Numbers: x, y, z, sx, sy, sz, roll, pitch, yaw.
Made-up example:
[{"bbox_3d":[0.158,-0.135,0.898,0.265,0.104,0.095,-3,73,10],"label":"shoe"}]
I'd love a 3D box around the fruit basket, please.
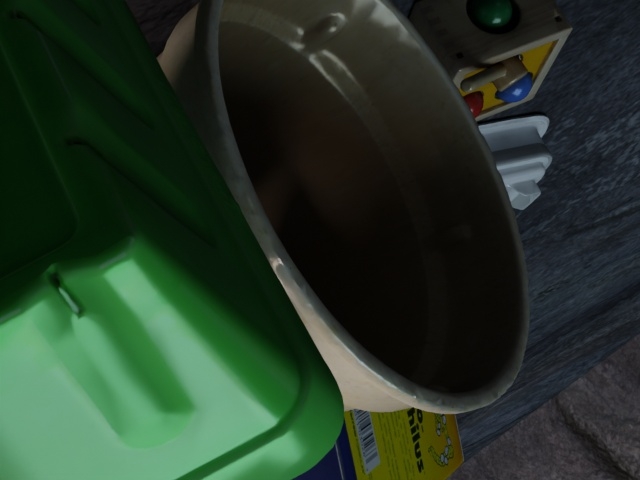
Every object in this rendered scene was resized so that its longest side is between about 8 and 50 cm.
[{"bbox_3d":[-0.174,0.035,0.749,0.283,0.392,0.392,-28,161,-3],"label":"fruit basket"}]

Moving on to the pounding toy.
[{"bbox_3d":[0.129,-0.145,1.132,0.130,0.100,0.141,-23,161,-20],"label":"pounding toy"}]

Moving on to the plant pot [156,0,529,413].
[{"bbox_3d":[-0.074,0.011,0.974,0.305,0.333,0.334,-27,165,30],"label":"plant pot"}]

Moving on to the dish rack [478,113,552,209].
[{"bbox_3d":[0.089,-0.001,1.504,0.286,0.072,0.333,-14,157,-39],"label":"dish rack"}]

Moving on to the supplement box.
[{"bbox_3d":[0.000,0.204,1.508,0.194,0.195,0.356,-10,-176,23],"label":"supplement box"}]
